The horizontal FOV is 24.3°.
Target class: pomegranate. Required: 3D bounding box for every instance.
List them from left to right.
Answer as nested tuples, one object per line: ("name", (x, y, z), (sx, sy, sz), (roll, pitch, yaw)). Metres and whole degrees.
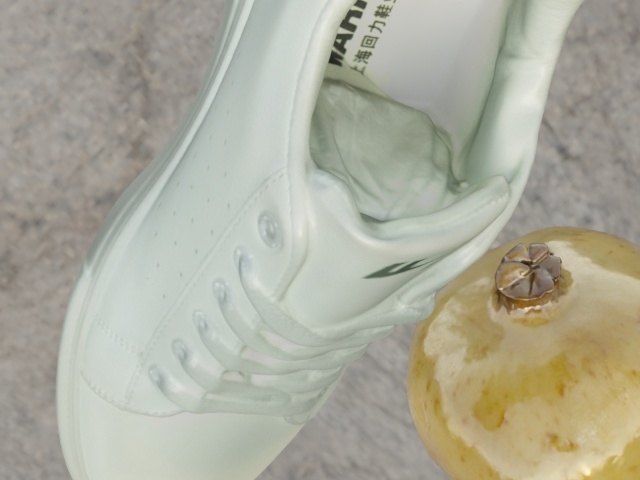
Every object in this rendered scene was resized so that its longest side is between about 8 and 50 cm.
("pomegranate", (0.136, 0.075, 0.804), (0.196, 0.196, 0.196), (-14, 57, 22))

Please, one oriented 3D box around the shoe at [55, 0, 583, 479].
("shoe", (0.000, 0.000, 0.569), (0.363, 0.131, 0.160), (-67, 29, 25))
